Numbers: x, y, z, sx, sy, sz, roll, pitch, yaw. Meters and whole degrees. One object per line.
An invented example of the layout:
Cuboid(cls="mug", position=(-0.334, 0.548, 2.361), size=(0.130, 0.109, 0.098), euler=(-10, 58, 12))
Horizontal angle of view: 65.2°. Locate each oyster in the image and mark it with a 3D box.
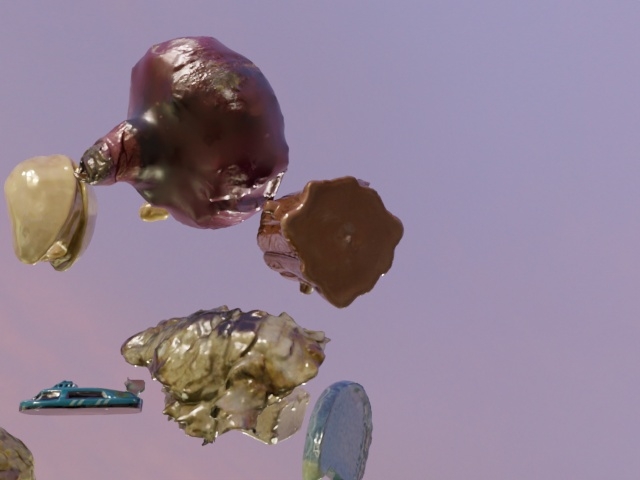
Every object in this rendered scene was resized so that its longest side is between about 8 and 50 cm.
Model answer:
Cuboid(cls="oyster", position=(-0.137, 0.152, 0.654), size=(0.336, 0.197, 0.133), euler=(-11, -90, 49))

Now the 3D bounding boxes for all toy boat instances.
Cuboid(cls="toy boat", position=(-0.627, 0.412, 1.331), size=(0.298, 0.092, 0.134), euler=(5, -24, -14))
Cuboid(cls="toy boat", position=(0.032, 0.527, 1.341), size=(0.123, 0.330, 0.215), euler=(-21, -58, 34))

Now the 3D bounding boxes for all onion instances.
Cuboid(cls="onion", position=(-0.301, -0.192, 1.014), size=(0.398, 0.420, 0.399), euler=(29, -48, 38))

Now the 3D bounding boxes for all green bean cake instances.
Cuboid(cls="green bean cake", position=(-0.119, 0.281, 0.889), size=(0.179, 0.109, 0.085), euler=(16, -88, 30))

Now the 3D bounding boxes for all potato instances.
Cuboid(cls="potato", position=(-0.448, -0.079, 1.355), size=(0.083, 0.068, 0.062), euler=(17, -30, -6))

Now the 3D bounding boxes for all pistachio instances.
Cuboid(cls="pistachio", position=(-0.698, -0.077, 1.308), size=(0.237, 0.229, 0.322), euler=(-25, -117, 30))

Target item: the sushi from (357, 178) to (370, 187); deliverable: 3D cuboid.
Cuboid(cls="sushi", position=(0.108, -0.125, 1.339), size=(0.060, 0.118, 0.061), euler=(31, -37, -1))

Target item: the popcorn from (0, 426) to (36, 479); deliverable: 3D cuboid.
Cuboid(cls="popcorn", position=(-0.660, 0.451, 0.914), size=(0.225, 0.249, 0.249), euler=(-40, -74, -17))

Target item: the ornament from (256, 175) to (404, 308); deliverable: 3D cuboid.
Cuboid(cls="ornament", position=(0.000, 0.000, 0.923), size=(0.235, 0.217, 0.222), euler=(-2, -88, -26))
